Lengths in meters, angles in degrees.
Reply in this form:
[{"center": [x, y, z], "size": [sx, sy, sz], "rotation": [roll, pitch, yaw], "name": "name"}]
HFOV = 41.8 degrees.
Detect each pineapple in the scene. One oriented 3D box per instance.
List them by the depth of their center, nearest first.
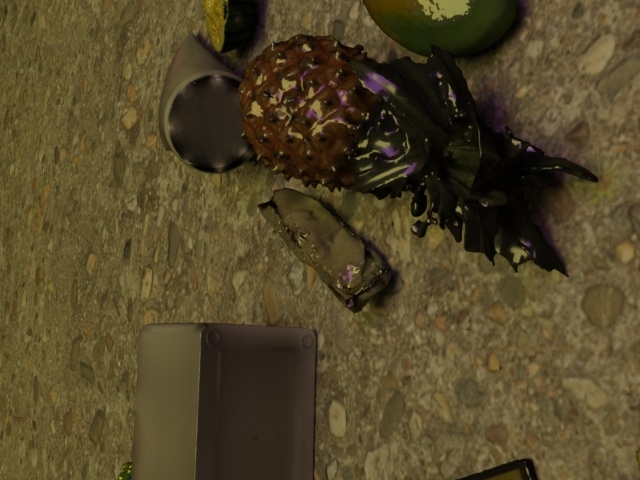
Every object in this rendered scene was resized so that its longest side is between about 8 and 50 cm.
[{"center": [0.075, -0.093, 0.757], "size": [0.364, 0.165, 0.166], "rotation": [27, 106, 45], "name": "pineapple"}]

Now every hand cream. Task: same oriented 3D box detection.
[{"center": [-0.166, -0.178, 1.119], "size": [0.359, 0.117, 0.186], "rotation": [-134, 55, -67], "name": "hand cream"}]

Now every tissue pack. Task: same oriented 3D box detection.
[{"center": [-0.105, 0.215, 0.929], "size": [0.136, 0.159, 0.246], "rotation": [-10, 75, 51], "name": "tissue pack"}]

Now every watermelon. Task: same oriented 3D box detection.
[{"center": [-0.119, -0.305, 1.116], "size": [0.105, 0.062, 0.106], "rotation": [168, 90, -68], "name": "watermelon"}]

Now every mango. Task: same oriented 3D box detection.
[{"center": [0.105, -0.243, 0.788], "size": [0.194, 0.091, 0.130], "rotation": [41, 114, 39], "name": "mango"}]

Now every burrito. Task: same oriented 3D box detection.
[{"center": [-0.001, 0.002, 0.911], "size": [0.229, 0.058, 0.063], "rotation": [45, 124, 50], "name": "burrito"}]

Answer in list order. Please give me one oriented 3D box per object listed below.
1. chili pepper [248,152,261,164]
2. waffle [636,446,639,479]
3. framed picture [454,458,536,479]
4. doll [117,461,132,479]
[{"center": [-0.079, -0.139, 1.064], "size": [0.034, 0.030, 0.091], "rotation": [128, 143, -71], "name": "chili pepper"}, {"center": [0.258, 0.248, 0.461], "size": [0.325, 0.068, 0.302], "rotation": [21, 90, 64], "name": "waffle"}, {"center": [0.129, 0.373, 0.703], "size": [0.244, 0.013, 0.324], "rotation": [-38, 54, 45], "name": "framed picture"}, {"center": [-0.247, 0.479, 1.145], "size": [0.341, 0.098, 0.346], "rotation": [162, 116, -64], "name": "doll"}]
